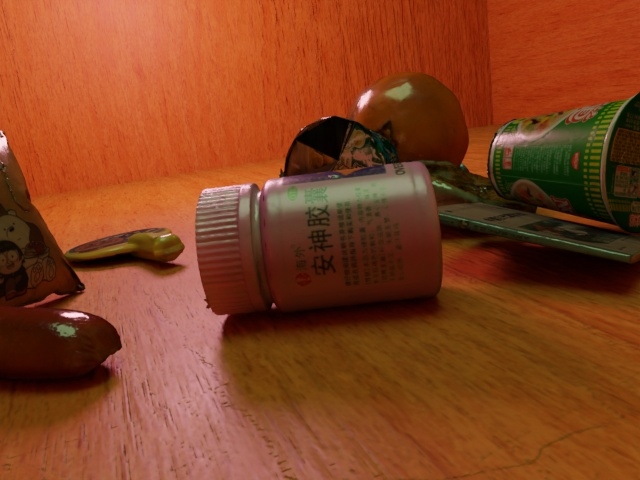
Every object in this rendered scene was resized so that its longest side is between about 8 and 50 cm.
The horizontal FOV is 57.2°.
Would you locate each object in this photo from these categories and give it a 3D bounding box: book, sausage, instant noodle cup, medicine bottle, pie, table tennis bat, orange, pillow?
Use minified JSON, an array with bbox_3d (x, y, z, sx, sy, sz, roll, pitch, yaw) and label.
[{"bbox_3d":[0.311,-0.014,0.832,0.282,0.025,0.215,16,14,36],"label":"book"},{"bbox_3d":[-0.371,0.115,0.677,0.300,0.083,0.089,-2,2,17],"label":"sausage"},{"bbox_3d":[0.405,-0.128,0.933,0.207,0.207,0.232,-15,15,-29],"label":"instant noodle cup"},{"bbox_3d":[0.000,0.000,0.759,0.290,0.178,0.178,-6,13,4],"label":"medicine bottle"},{"bbox_3d":[0.275,-0.095,1.134,0.302,0.067,0.302,14,20,-5],"label":"pie"},{"bbox_3d":[0.062,-0.147,1.257,0.240,0.240,0.178,-1,8,25],"label":"instant noodle cup"},{"bbox_3d":[-0.392,0.009,1.212,0.224,0.054,0.368,-19,14,-38],"label":"table tennis bat"},{"bbox_3d":[0.206,-0.252,1.433,0.312,0.312,0.312,-7,13,2],"label":"orange"},{"bbox_3d":[-0.527,-0.016,0.858,0.119,0.312,0.310,-25,3,29],"label":"pillow"}]

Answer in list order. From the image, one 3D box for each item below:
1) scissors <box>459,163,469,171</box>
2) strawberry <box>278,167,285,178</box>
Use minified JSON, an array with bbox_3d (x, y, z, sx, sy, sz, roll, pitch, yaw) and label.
[{"bbox_3d":[0.324,-0.201,1.646,0.030,0.125,0.256,-38,10,-16],"label":"scissors"},{"bbox_3d":[-0.028,-0.124,1.425,0.148,0.131,0.131,-17,15,-8],"label":"strawberry"}]
